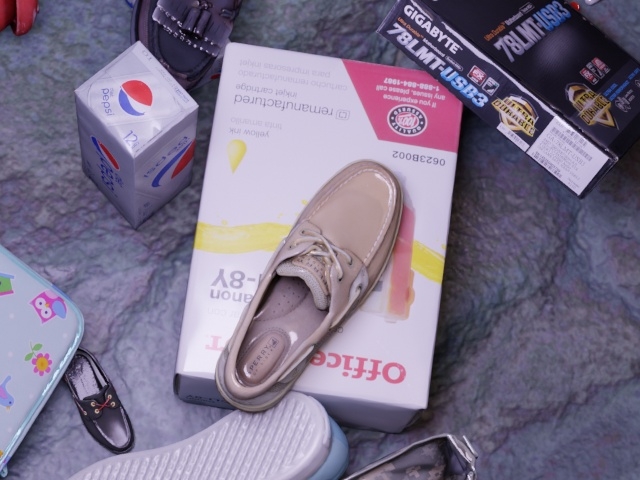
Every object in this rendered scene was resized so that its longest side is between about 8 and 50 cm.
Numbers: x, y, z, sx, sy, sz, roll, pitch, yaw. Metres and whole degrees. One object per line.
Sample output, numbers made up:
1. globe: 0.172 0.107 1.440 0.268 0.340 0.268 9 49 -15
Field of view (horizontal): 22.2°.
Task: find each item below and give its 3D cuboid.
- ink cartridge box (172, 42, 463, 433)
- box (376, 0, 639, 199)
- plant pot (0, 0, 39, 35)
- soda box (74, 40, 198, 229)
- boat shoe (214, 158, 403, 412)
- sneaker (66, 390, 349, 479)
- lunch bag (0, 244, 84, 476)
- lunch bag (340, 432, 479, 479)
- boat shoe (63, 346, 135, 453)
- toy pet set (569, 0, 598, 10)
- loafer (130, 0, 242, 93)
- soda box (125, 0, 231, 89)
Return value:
1. ink cartridge box: 0.000 0.000 1.824 0.279 0.160 0.385 8 75 -3
2. box: 0.243 -0.202 1.852 0.293 0.295 0.073 42 121 6
3. plant pot: -0.418 -0.307 1.860 0.174 0.191 0.191 -8 76 -16
4. soda box: -0.199 -0.107 1.770 0.091 0.286 0.098 -41 83 -14
5. boat shoe: -0.006 0.040 1.678 0.109 0.098 0.302 34 76 3
6. sneaker: -0.131 0.290 1.761 0.365 0.150 0.135 -22 56 14
7. lunch bag: -0.398 0.141 1.748 0.224 0.108 0.279 40 74 -26
8. lunch bag: 0.051 0.328 1.706 0.287 0.235 0.169 -38 76 -12
9. boat shoe: -0.250 0.179 1.820 0.049 0.042 0.133 -28 81 -13
10. toy pet set: 0.323 -0.356 2.007 0.114 0.065 0.122 -41 77 22
11. loafer: -0.132 -0.292 1.838 0.109 0.095 0.303 32 46 -19
12. soda box: -0.186 -0.286 1.930 0.074 0.069 0.216 -30 79 -11
